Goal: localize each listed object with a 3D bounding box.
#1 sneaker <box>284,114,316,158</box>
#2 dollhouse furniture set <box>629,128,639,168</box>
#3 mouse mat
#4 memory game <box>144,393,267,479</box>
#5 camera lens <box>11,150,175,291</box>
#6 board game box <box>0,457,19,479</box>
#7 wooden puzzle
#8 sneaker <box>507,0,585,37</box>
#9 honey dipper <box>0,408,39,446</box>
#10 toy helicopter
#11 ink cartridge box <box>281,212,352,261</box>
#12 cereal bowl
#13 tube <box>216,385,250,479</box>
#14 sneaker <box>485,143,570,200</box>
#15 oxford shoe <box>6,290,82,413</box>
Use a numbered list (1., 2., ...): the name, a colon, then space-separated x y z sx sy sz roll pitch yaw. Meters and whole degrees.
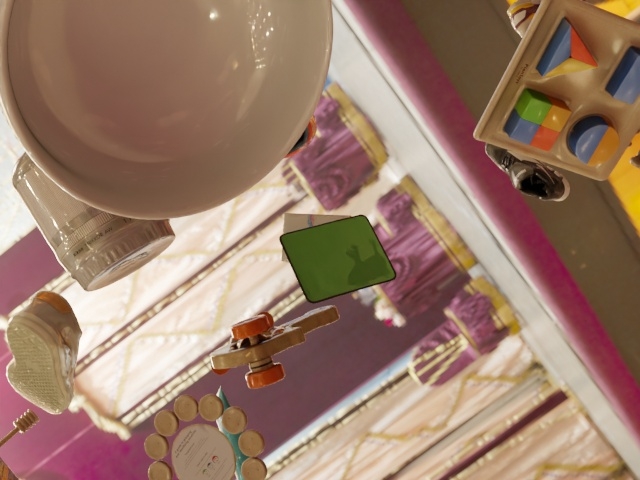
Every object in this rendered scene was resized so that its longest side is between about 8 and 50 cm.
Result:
1. sneaker: -0.176 -0.199 1.595 0.148 0.349 0.131 -120 20 -75
2. dollhouse furniture set: 0.777 -0.250 1.943 0.242 0.212 0.161 41 -142 26
3. mouse mat: 0.033 0.031 1.595 0.153 0.189 0.007 65 154 24
4. memory game: -0.159 0.301 1.184 0.186 0.186 0.012 53 -163 8
5. camera lens: -0.428 -0.070 1.619 0.274 0.219 0.219 57 -175 5
6. board game box: -0.532 0.472 1.425 0.201 0.035 0.136 -106 -5 -57
7. wooden puzzle: 0.518 -0.284 1.692 0.347 0.322 0.081 14 -150 -19
8. sneaker: 0.502 -0.489 1.869 0.069 0.185 0.084 93 159 -71
9. honey dipper: -0.578 0.369 1.548 0.030 0.160 0.030 33 148 23
10. toy helicopter: -0.102 0.221 1.956 0.355 0.235 0.140 -20 -88 -43
11. ink cartridge box: 0.000 0.000 2.196 0.128 0.176 0.128 19 -104 -75
12. cereal bowl: -0.162 -0.199 0.846 0.141 0.339 0.339 41 175 45
13. tube: -0.183 0.412 1.804 0.052 0.080 0.207 -7 -123 -35
14. sneaker: 0.481 -0.169 2.049 0.234 0.078 0.106 40 -147 21
15. oxford shoe: -0.603 0.257 1.910 0.169 0.130 0.449 25 142 2
